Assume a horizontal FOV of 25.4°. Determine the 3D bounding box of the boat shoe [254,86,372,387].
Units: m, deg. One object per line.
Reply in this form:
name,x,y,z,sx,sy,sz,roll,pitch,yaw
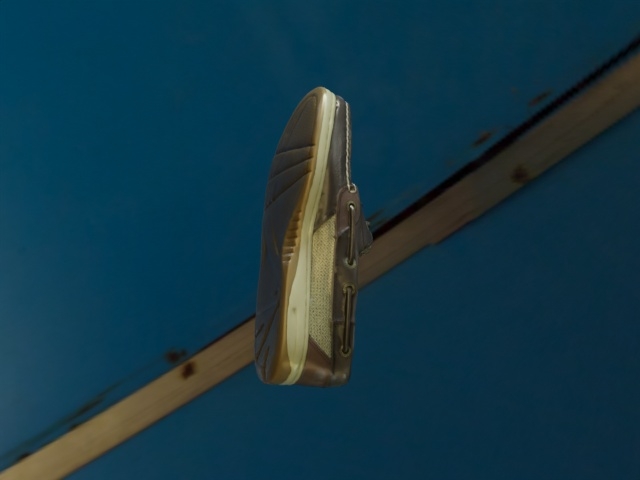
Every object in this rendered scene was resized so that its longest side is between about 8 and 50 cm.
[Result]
boat shoe,0.000,0.000,0.707,0.049,0.056,0.152,14,-104,-23
